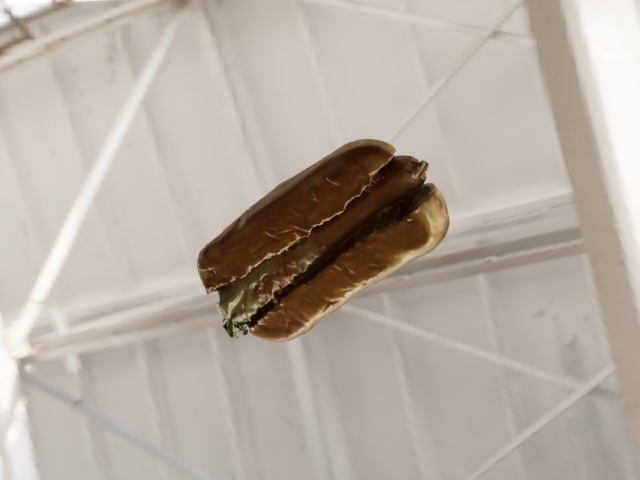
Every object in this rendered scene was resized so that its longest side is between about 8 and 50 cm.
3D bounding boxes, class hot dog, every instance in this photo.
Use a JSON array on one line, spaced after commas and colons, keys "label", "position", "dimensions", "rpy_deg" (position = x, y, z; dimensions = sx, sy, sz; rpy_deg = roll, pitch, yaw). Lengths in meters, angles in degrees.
[{"label": "hot dog", "position": [0.000, 0.000, 0.369], "dimensions": [0.037, 0.021, 0.083], "rpy_deg": [44, -43, -15]}]
